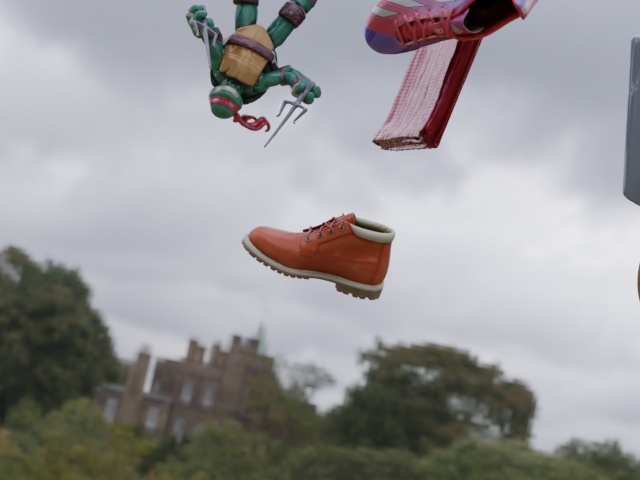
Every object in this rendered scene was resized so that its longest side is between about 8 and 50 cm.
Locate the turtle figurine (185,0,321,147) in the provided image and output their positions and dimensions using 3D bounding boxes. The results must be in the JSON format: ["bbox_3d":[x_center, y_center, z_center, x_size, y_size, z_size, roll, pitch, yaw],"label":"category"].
[{"bbox_3d":[-0.082,-0.223,1.750,0.175,0.234,0.118,27,-22,-16],"label":"turtle figurine"}]

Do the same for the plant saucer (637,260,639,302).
[{"bbox_3d":[0.470,0.048,1.758,0.200,0.199,0.037,6,-3,28],"label":"plant saucer"}]

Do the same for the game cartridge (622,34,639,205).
[{"bbox_3d":[0.426,-0.102,1.501,0.062,0.198,0.297,0,7,-40],"label":"game cartridge"}]

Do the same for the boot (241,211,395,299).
[{"bbox_3d":[0.000,0.000,1.577,0.158,0.084,0.059,15,26,-9],"label":"boot"}]

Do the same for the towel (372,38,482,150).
[{"bbox_3d":[0.139,-0.207,1.912,0.031,0.198,0.275,24,-2,-11],"label":"towel"}]

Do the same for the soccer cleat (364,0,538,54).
[{"bbox_3d":[0.145,-0.261,1.747,0.248,0.095,0.083,-17,-51,36],"label":"soccer cleat"}]
